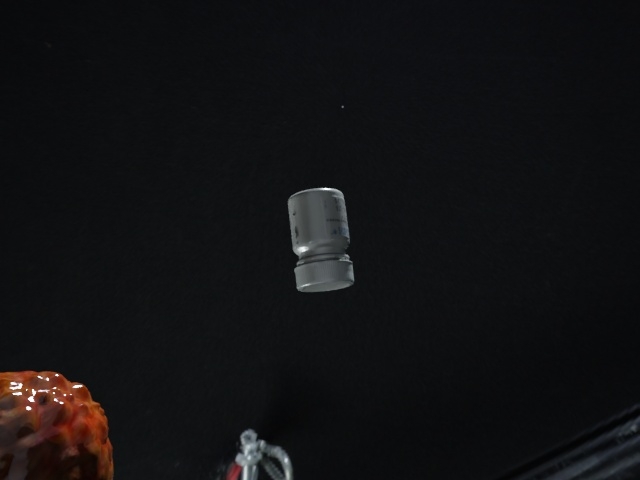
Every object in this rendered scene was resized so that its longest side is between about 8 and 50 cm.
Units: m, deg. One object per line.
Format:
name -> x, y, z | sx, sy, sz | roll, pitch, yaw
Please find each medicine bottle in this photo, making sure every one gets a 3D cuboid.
medicine bottle -> 0.000, 0.000, 1.389 | 0.104, 0.105, 0.168 | -7, -103, 3

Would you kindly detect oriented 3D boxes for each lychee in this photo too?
lychee -> -0.327, 0.260, 0.762 | 0.300, 0.255, 0.255 | -37, -83, 9
